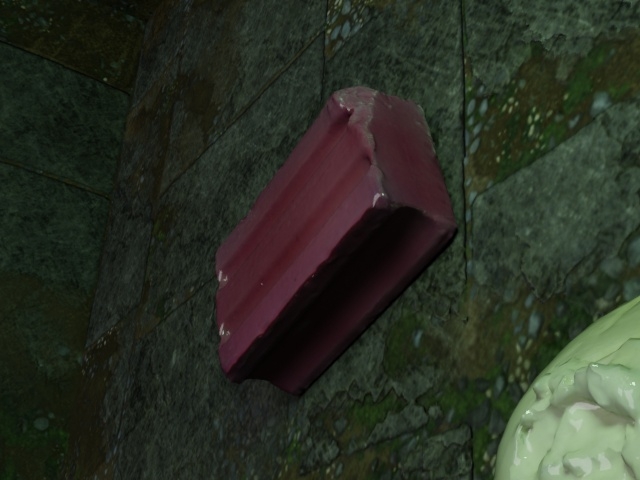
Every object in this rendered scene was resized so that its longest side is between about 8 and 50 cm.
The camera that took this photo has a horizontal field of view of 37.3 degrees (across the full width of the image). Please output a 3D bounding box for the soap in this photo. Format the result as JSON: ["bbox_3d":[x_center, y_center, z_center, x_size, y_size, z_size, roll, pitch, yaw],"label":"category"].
[{"bbox_3d":[0.000,0.000,1.185,0.359,0.128,0.233,-50,34,35],"label":"soap"}]

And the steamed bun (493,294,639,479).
[{"bbox_3d":[0.257,0.144,0.375,0.334,0.312,0.233,58,147,7],"label":"steamed bun"}]
